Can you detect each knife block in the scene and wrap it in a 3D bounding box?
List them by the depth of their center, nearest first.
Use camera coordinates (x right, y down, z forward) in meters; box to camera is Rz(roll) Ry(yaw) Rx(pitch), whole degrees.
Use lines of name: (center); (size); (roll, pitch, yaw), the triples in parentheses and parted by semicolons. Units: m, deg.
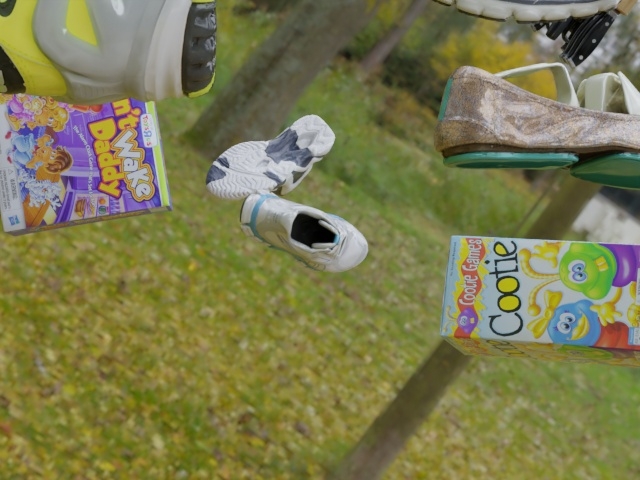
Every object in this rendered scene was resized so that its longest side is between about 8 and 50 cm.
knife block: (0.432, -0.390, 1.670); (0.088, 0.242, 0.276); (31, -33, -19)

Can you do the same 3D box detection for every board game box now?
board game box: (0.316, 0.084, 1.525); (0.275, 0.142, 0.144); (3, -15, 23)
board game box: (-0.355, -0.197, 1.631); (0.234, 0.347, 0.078); (-10, -4, -5)

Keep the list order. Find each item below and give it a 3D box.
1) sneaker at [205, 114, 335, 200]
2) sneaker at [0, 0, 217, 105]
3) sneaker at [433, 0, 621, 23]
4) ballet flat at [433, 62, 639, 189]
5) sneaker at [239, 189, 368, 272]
sneaker: (-0.095, -0.107, 1.862); (0.094, 0.235, 0.153); (48, -29, 8)
sneaker: (-0.162, -0.258, 0.689); (0.145, 0.147, 0.384); (102, -24, -64)
sneaker: (0.098, -0.236, 0.838); (0.275, 0.110, 0.107); (21, 31, 3)
ballet flat: (0.247, -0.113, 1.088); (0.316, 0.106, 0.108); (5, -10, -33)
sneaker: (0.000, 0.000, 1.272); (0.083, 0.071, 0.191); (15, -2, 42)
